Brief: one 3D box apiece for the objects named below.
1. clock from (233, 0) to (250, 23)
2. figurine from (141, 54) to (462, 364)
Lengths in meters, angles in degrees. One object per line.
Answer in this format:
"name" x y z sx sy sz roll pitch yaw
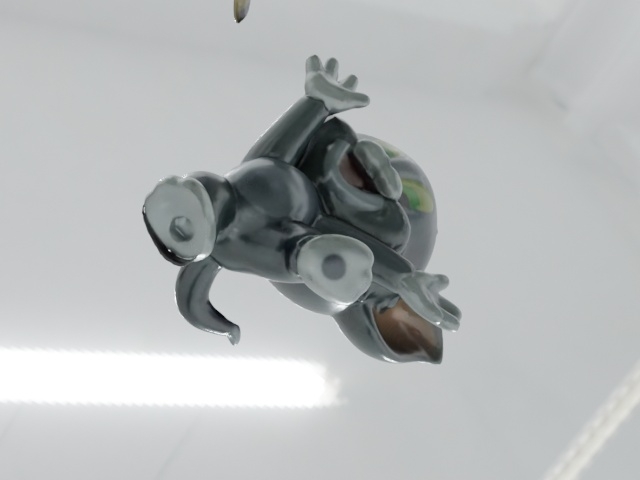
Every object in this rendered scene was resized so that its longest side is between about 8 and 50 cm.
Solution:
"clock" 0.025 -0.210 0.939 0.069 0.232 0.170 40 -134 -13
"figurine" -0.004 0.003 1.075 0.193 0.140 0.265 50 -142 13
